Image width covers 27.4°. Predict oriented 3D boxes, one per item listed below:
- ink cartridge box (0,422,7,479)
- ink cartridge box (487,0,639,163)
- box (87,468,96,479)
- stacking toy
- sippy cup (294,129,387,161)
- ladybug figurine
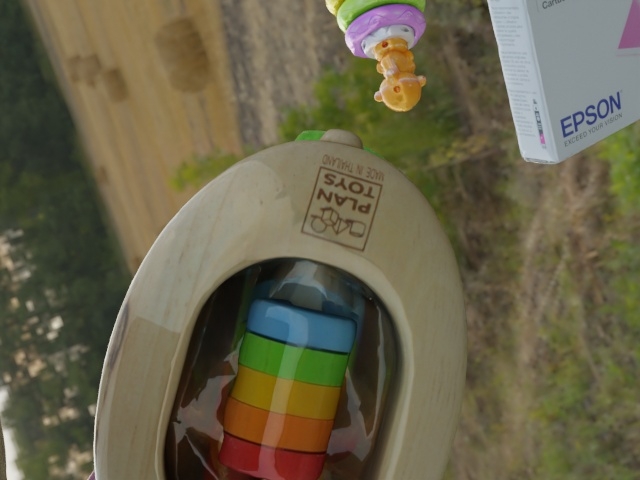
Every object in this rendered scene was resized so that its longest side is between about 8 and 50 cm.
[{"bbox_3d":[-0.290,0.206,0.852,0.395,0.166,0.285,-142,49,-75],"label":"ink cartridge box"},{"bbox_3d":[0.326,-0.296,1.483,0.071,0.324,0.330,16,127,53],"label":"ink cartridge box"},{"bbox_3d":[-0.215,0.349,1.417,0.243,0.117,0.213,-74,3,-78],"label":"box"},{"bbox_3d":[0.077,-0.297,1.679,0.166,0.175,0.301,44,-150,-66],"label":"stacking toy"},{"bbox_3d":[0.000,0.000,1.990,0.305,0.240,0.224,43,-137,-21],"label":"sippy cup"},{"bbox_3d":[-0.033,0.123,1.153,0.162,0.305,0.449,-149,77,-85],"label":"ladybug figurine"}]
